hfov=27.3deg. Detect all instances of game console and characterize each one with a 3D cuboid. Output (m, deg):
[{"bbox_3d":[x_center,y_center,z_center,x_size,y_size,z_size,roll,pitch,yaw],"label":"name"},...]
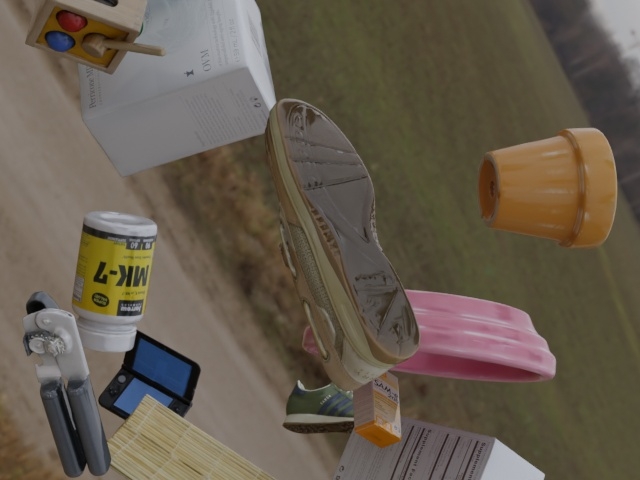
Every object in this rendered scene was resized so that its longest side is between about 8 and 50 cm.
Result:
[{"bbox_3d":[-0.288,0.242,2.205,0.144,0.124,0.085,27,-30,17],"label":"game console"}]

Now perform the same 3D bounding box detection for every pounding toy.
[{"bbox_3d":[-0.257,-0.251,1.533,0.141,0.130,0.100,19,62,-19],"label":"pounding toy"}]

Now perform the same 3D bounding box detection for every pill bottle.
[{"bbox_3d":[-0.333,0.065,2.106,0.119,0.119,0.208,-40,140,-77],"label":"pill bottle"}]

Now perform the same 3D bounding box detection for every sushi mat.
[{"bbox_3d":[-0.179,0.367,2.014,0.317,0.019,0.151,32,42,9],"label":"sushi mat"}]

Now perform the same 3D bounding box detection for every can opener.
[{"bbox_3d":[-0.346,0.203,1.828,0.093,0.074,0.280,-77,161,-63],"label":"can opener"}]

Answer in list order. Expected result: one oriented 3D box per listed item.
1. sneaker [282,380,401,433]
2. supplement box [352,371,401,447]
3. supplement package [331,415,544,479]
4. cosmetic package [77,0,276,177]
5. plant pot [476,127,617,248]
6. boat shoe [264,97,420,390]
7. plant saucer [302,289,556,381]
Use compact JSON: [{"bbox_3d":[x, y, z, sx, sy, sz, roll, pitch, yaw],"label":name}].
[{"bbox_3d":[0.037,0.254,2.052,0.064,0.192,0.086,59,34,-58],"label":"sneaker"},{"bbox_3d":[0.075,0.219,1.760,0.062,0.036,0.098,36,39,-39],"label":"supplement box"},{"bbox_3d":[0.158,0.334,1.811,0.139,0.244,0.133,39,68,-40],"label":"supplement package"},{"bbox_3d":[-0.191,-0.234,1.715,0.138,0.225,0.224,60,15,-53],"label":"cosmetic package"},{"bbox_3d":[0.370,-0.087,2.213,0.205,0.188,0.205,179,-90,-79],"label":"plant pot"},{"bbox_3d":[0.000,0.000,1.298,0.109,0.098,0.302,1,60,-44],"label":"boat shoe"},{"bbox_3d":[0.144,0.124,1.732,0.332,0.332,0.084,33,62,-66],"label":"plant saucer"}]
